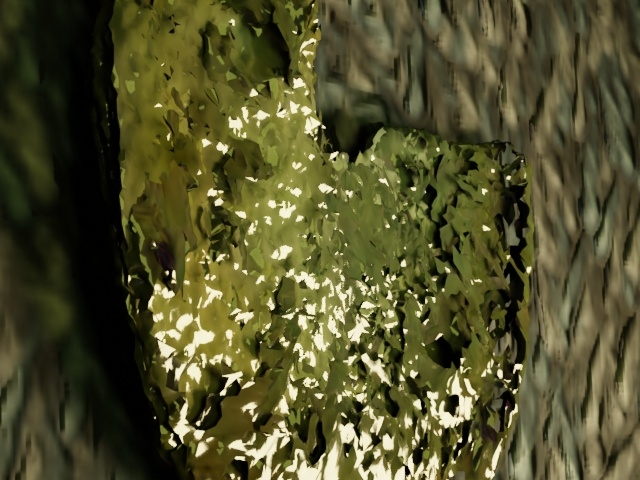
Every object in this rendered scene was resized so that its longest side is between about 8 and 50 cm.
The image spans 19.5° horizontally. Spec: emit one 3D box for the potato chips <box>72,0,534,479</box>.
[{"bbox_3d":[0.004,0.000,0.548,0.220,0.029,0.202,53,48,-34],"label":"potato chips"}]
